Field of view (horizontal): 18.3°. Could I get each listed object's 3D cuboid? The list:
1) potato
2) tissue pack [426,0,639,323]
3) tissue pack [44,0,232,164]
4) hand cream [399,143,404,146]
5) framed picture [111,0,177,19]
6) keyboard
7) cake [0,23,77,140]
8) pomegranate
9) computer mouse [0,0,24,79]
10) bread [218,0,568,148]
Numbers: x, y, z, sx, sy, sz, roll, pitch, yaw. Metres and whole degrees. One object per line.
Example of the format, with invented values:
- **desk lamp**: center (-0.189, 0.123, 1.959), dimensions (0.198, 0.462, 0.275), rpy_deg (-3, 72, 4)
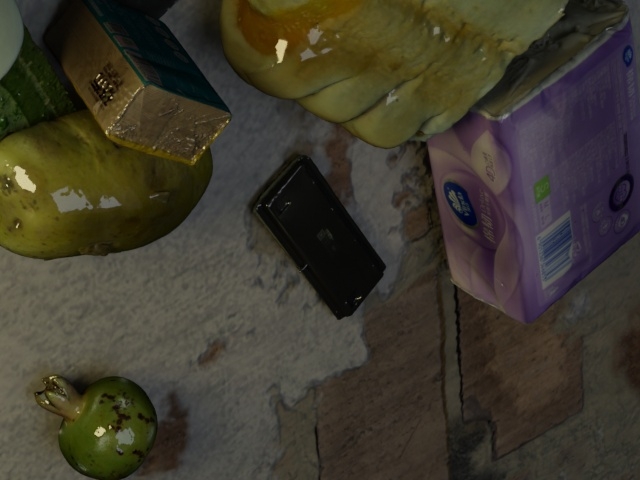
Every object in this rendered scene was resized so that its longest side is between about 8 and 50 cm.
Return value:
- **potato**: center (-0.206, -0.045, 1.984), dimensions (0.271, 0.111, 0.160), rpy_deg (-17, 136, -43)
- **tissue pack**: center (0.252, -0.110, 2.335), dimensions (0.242, 0.160, 0.338), rpy_deg (-39, 138, -27)
- **tissue pack**: center (-0.179, -0.156, 1.925), dimensions (0.120, 0.169, 0.082), rpy_deg (17, 117, -45)
- **hand cream**: center (0.120, -0.217, 2.267), dimensions (0.080, 0.050, 0.234), rpy_deg (9, 109, -50)
- **framed picture**: center (-0.138, -0.385, 1.966), dimensions (0.339, 0.014, 0.255), rpy_deg (-46, 135, -13)
- **keyboard**: center (0.000, 0.000, 2.282), dimensions (0.094, 0.025, 0.230), rpy_deg (-49, 135, -13)
- **cake**: center (-0.296, -0.136, 1.893), dimensions (0.100, 0.099, 0.235), rpy_deg (-46, 136, -11)
- **pomegranate**: center (-0.242, 0.193, 2.118), dimensions (0.142, 0.114, 0.114), rpy_deg (35, 86, -22)
- **computer mouse**: center (-0.358, -0.227, 1.737), dimensions (0.231, 0.079, 0.128), rpy_deg (46, 76, -8)
- **bread**: center (0.049, -0.270, 2.057), dimensions (0.341, 0.210, 0.300), rpy_deg (16, 123, -40)
